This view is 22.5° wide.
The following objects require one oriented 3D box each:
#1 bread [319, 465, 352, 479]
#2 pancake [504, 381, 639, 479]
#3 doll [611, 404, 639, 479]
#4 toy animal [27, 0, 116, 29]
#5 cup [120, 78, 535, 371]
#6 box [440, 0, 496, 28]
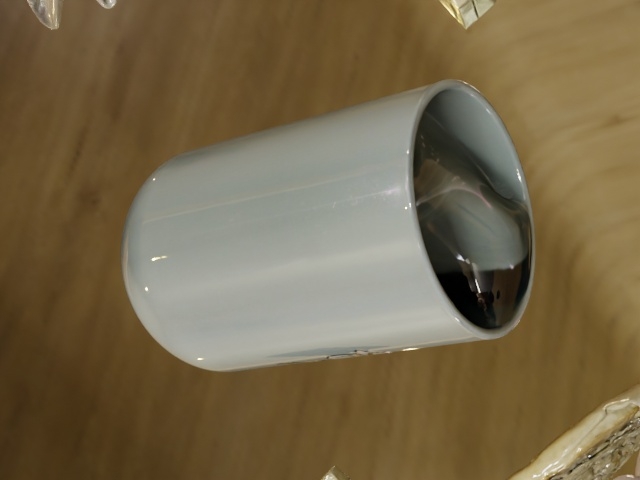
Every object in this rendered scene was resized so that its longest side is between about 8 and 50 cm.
[{"bbox_3d":[-0.010,0.285,1.521,0.068,0.153,0.028,42,-162,0],"label":"bread"},{"bbox_3d":[0.278,0.207,1.597,0.049,0.282,0.282,56,-161,18],"label":"pancake"},{"bbox_3d":[0.226,0.160,1.070,0.160,0.059,0.161,-59,-29,-37],"label":"doll"},{"bbox_3d":[-0.290,-0.343,1.697,0.131,0.104,0.220,60,-171,-63],"label":"toy animal"},{"bbox_3d":[0.000,0.000,1.333,0.205,0.312,0.205,24,-119,-52],"label":"cup"},{"bbox_3d":[0.099,-0.214,1.273,0.079,0.035,0.083,49,-176,9],"label":"box"}]
